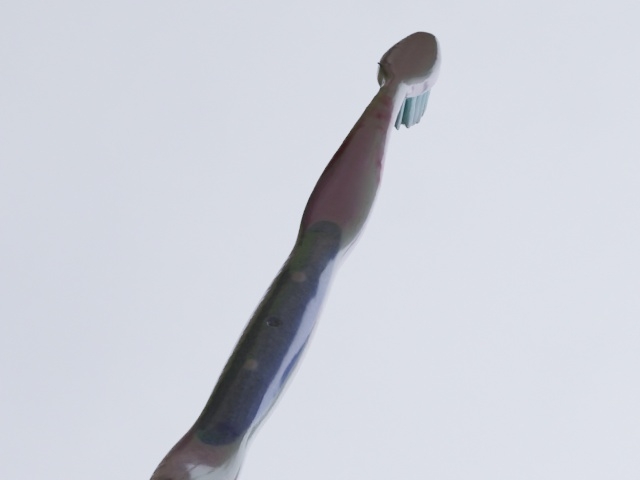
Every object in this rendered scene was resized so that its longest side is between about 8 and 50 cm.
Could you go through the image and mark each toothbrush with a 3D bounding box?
[{"bbox_3d":[0.000,0.000,0.496,0.021,0.027,0.269,7,-148,15],"label":"toothbrush"}]
